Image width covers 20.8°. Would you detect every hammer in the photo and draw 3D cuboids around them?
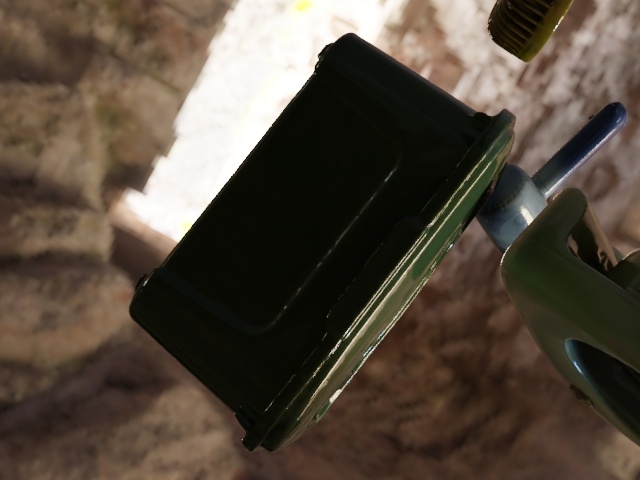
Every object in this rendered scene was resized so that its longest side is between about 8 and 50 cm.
[{"bbox_3d":[0.240,-0.069,1.761,0.069,0.194,0.116,37,168,50],"label":"hammer"}]

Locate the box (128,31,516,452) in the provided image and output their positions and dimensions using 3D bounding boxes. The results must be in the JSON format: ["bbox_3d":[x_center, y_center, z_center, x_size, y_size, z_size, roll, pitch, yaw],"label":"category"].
[{"bbox_3d":[0.000,0.000,1.407,0.178,0.328,0.253,36,178,4],"label":"box"}]

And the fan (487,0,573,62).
[{"bbox_3d":[0.162,-0.192,1.156,0.039,0.155,0.082,31,-157,-4],"label":"fan"}]

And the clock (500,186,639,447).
[{"bbox_3d":[0.331,0.119,1.519,0.348,0.117,0.286,35,168,37],"label":"clock"}]
